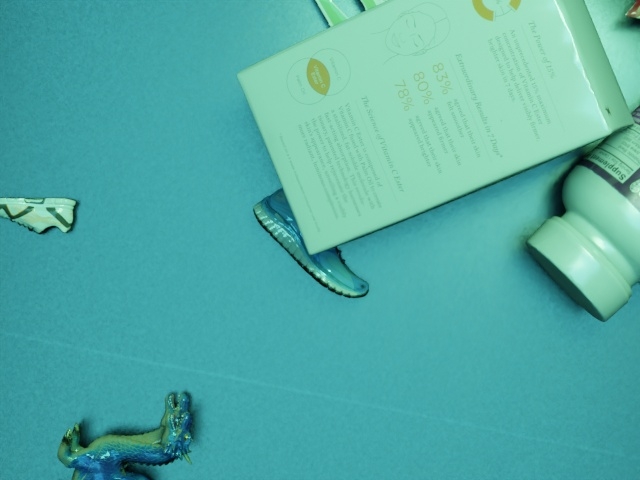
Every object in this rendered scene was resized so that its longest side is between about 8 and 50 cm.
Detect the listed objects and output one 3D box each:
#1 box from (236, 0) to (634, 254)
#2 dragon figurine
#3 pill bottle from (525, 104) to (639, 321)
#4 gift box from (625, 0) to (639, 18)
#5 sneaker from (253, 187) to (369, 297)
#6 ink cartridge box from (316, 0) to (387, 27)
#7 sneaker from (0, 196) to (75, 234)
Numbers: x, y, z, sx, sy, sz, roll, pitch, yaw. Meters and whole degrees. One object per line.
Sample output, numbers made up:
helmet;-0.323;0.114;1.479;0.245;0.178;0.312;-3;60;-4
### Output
box;0.123;-0.150;1.504;0.345;0.168;0.215;-22;89;22
dragon figurine;-0.238;0.298;1.597;0.144;0.085;0.289;21;88;1
pill bottle;0.375;-0.057;1.554;0.301;0.169;0.169;-44;89;0
gift box;0.412;-0.382;1.512;0.276;0.258;0.255;-38;89;1
sneaker;0.000;0.000;1.611;0.073;0.063;0.162;-44;89;-3
ink cartridge box;0.104;-0.325;1.618;0.235;0.056;0.171;-30;89;15
sneaker;-0.336;-0.029;1.625;0.109;0.040;0.043;2;91;1
